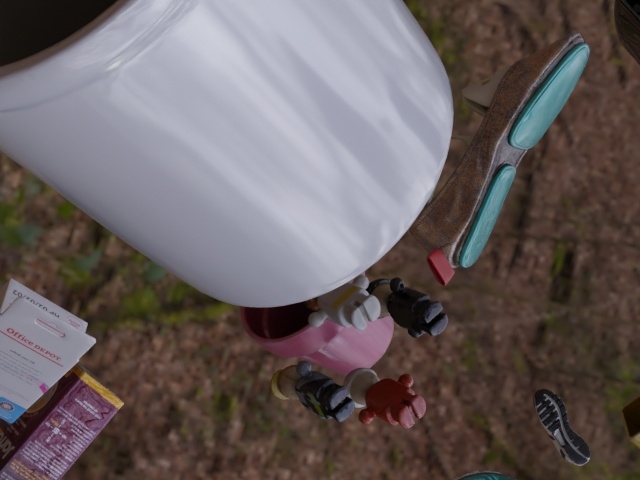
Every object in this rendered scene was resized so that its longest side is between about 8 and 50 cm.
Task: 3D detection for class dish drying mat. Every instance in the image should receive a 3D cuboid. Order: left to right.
[{"bbox_3d":[0.113,0.025,1.368,0.008,0.032,0.083,-31,180,13],"label":"dish drying mat"}]

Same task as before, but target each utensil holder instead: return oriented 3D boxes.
[{"bbox_3d":[-0.106,-0.161,1.121,0.385,0.327,0.328,42,60,-51],"label":"utensil holder"}]

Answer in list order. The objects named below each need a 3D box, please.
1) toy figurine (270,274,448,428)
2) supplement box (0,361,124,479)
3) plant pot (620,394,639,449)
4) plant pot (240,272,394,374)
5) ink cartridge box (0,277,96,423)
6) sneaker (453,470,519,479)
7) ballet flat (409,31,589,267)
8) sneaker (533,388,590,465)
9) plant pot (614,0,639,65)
[{"bbox_3d":[0.051,0.150,2.016,0.148,0.209,0.213,20,-80,50],"label":"toy figurine"},{"bbox_3d":[-0.364,0.249,1.911,0.188,0.081,0.104,-50,-148,-8],"label":"supplement box"},{"bbox_3d":[0.454,0.244,1.890,0.081,0.083,0.081,-39,-163,18],"label":"plant pot"},{"bbox_3d":[0.009,0.109,2.193,0.201,0.180,0.201,-25,-135,27],"label":"plant pot"},{"bbox_3d":[-0.331,0.114,1.593,0.181,0.104,0.062,-41,-152,33],"label":"ink cartridge box"},{"bbox_3d":[0.345,0.449,2.471,0.110,0.275,0.107,135,-40,-73],"label":"sneaker"},{"bbox_3d":[0.197,-0.121,1.706,0.316,0.106,0.107,-60,156,6],"label":"ballet flat"},{"bbox_3d":[0.302,0.241,1.852,0.040,0.109,0.044,-27,176,-16],"label":"sneaker"},{"bbox_3d":[0.536,-0.310,2.085,0.187,0.188,0.167,-37,169,-10],"label":"plant pot"}]
